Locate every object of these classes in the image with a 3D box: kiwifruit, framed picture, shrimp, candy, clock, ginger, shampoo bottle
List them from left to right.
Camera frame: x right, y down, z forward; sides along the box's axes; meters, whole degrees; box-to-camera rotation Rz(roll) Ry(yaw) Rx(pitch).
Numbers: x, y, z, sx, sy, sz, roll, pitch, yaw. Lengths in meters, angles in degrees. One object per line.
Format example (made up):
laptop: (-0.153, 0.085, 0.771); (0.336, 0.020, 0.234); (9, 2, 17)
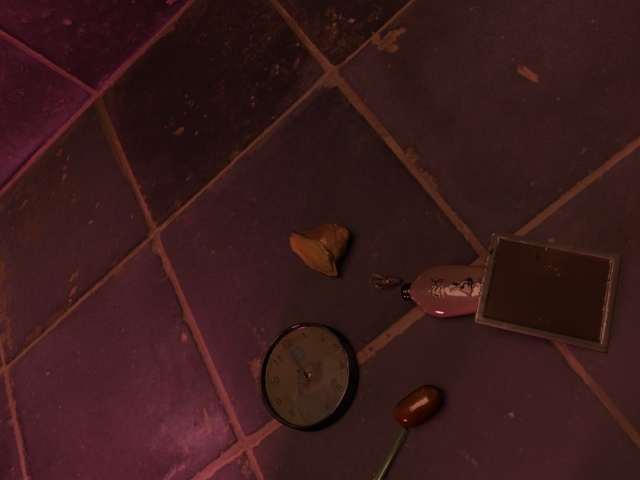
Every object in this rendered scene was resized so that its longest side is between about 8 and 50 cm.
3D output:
clock: (-0.036, 0.346, 1.513); (0.280, 0.055, 0.281); (-11, 67, 27)
ginger: (-0.004, 0.000, 1.612); (0.193, 0.115, 0.123); (22, 63, 42)
candy: (0.111, 0.575, 1.340); (0.092, 0.093, 0.336); (34, 79, -8)
shrimp: (0.162, 0.107, 1.505); (0.092, 0.029, 0.038); (7, 84, 38)
kiwifruit: (0.223, 0.377, 1.335); (0.124, 0.075, 0.075); (-34, 58, 10)
shampoo bottle: (0.314, 0.115, 1.377); (0.256, 0.078, 0.127); (-7, 73, 27)
framed picture: (0.487, 0.106, 1.269); (0.273, 0.016, 0.217); (13, 78, 14)
